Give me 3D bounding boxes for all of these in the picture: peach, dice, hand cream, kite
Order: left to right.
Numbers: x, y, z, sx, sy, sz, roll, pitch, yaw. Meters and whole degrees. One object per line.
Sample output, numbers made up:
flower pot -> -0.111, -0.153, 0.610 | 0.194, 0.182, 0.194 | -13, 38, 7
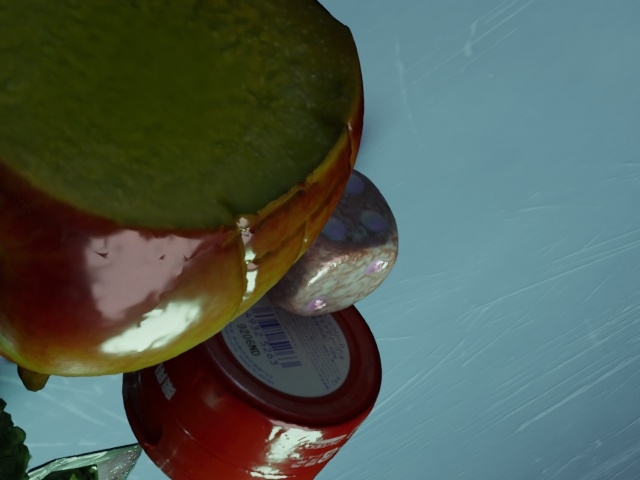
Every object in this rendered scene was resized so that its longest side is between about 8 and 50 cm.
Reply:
kite -> -0.294, 0.318, 1.570 | 0.204, 0.022, 0.360 | -15, 149, -27
peach -> -0.114, -0.063, 0.861 | 0.275, 0.248, 0.245 | -31, -168, -27
hand cream -> -0.055, 0.112, 1.256 | 0.193, 0.193, 0.125 | -4, 142, -42
dice -> 0.000, 0.000, 1.222 | 0.091, 0.093, 0.094 | -11, 150, -33

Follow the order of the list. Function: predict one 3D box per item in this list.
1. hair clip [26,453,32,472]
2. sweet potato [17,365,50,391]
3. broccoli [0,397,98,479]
hair clip -> -0.311, 0.220, 1.375 | 0.115, 0.039, 0.030 | -25, 164, -37
sweet potato -> -0.187, 0.043, 1.152 | 0.057, 0.057, 0.264 | -15, 152, -27
broccoli -> -0.334, 0.277, 1.174 | 0.317, 0.277, 0.338 | -35, 157, 20
